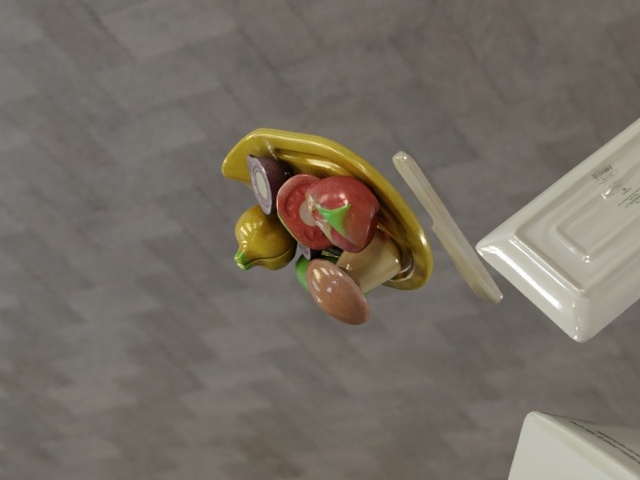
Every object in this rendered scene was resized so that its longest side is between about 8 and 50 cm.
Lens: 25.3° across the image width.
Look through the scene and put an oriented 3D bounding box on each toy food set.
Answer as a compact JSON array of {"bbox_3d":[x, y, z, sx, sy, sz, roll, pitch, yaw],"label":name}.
[{"bbox_3d":[0.000,0.000,0.917,0.218,0.071,0.128,12,140,54],"label":"toy food set"}]

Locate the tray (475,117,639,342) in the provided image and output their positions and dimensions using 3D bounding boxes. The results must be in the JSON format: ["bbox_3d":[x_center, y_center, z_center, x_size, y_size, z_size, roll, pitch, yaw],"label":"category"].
[{"bbox_3d":[0.286,-0.036,1.300,0.145,0.270,0.030,44,164,33],"label":"tray"}]

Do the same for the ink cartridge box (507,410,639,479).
[{"bbox_3d":[0.166,0.160,0.537,0.208,0.153,0.087,12,-173,-20],"label":"ink cartridge box"}]
